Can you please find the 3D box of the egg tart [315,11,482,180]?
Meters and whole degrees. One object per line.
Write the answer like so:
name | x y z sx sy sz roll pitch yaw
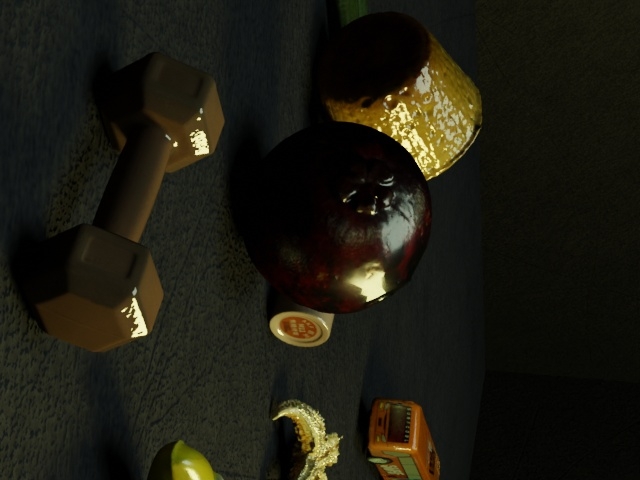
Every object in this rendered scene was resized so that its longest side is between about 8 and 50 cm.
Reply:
egg tart | 0.090 -0.180 1.685 0.147 0.202 0.202 59 35 -52

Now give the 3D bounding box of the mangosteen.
mangosteen | 0.014 -0.020 1.391 0.210 0.210 0.210 4 90 -78

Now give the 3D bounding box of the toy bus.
toy bus | 0.136 0.350 2.267 0.409 0.092 0.093 66 27 -67

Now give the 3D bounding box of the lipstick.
lipstick | 0.000 0.000 1.591 0.070 0.070 0.254 79 20 -50

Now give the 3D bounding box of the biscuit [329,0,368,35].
biscuit | 0.035 -0.318 1.742 0.099 0.038 0.322 -68 159 -47

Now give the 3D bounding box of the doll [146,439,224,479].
doll | -0.119 0.283 1.040 0.252 0.111 0.237 93 10 -48

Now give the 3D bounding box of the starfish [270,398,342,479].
starfish | -0.018 0.280 1.620 0.216 0.071 0.238 -76 159 -59

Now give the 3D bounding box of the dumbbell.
dumbbell | -0.132 -0.032 0.953 0.082 0.092 0.231 125 -16 -48
